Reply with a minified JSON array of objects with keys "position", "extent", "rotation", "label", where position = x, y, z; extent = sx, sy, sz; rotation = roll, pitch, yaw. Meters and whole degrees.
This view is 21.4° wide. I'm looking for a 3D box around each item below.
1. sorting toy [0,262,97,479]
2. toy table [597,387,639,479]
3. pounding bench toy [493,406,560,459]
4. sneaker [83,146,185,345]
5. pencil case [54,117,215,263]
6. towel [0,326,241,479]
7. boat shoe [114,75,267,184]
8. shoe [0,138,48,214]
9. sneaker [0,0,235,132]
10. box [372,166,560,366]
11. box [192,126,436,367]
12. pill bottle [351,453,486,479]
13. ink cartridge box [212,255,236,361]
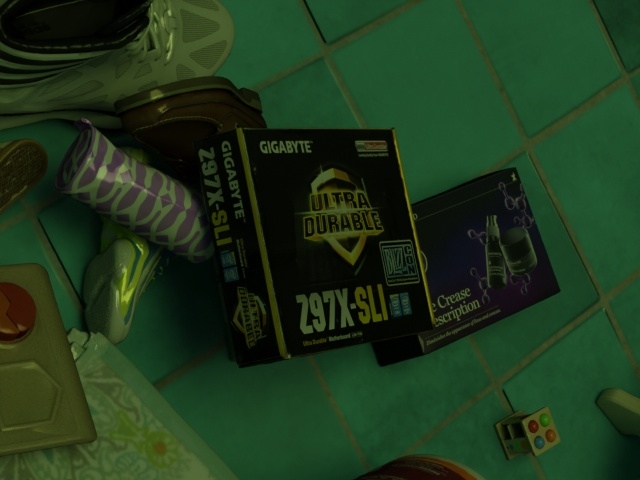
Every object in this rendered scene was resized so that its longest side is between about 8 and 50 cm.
[{"position":[-0.334,0.162,1.722],"extent":[0.229,0.041,0.307],"rotation":[-3,63,-38],"label":"sorting toy"},{"position":[0.516,0.295,2.364],"extent":[0.274,0.161,0.252],"rotation":[-37,102,-35],"label":"toy table"},{"position":[0.289,0.251,2.268],"extent":[0.083,0.065,0.052],"rotation":[-23,93,-37],"label":"pounding bench toy"},{"position":[-0.197,0.013,1.956],"extent":[0.126,0.091,0.240],"rotation":[16,70,-33],"label":"sneaker"},{"position":[-0.191,-0.051,1.871],"extent":[0.206,0.086,0.088],"rotation":[29,68,-29],"label":"pencil case"},{"position":[-0.240,0.318,1.838],"extent":[0.374,0.090,0.320],"rotation":[48,52,-11],"label":"towel"},{"position":[-0.131,-0.122,1.952],"extent":[0.307,0.111,0.104],"rotation":[-4,80,-67],"label":"boat shoe"},{"position":[-0.393,-0.039,1.854],"extent":[0.219,0.058,0.076],"rotation":[-39,123,-31],"label":"shoe"},{"position":[-0.210,-0.225,1.881],"extent":[0.447,0.257,0.169],"rotation":[-18,90,-45],"label":"sneaker"},{"position":[0.168,0.031,2.212],"extent":[0.261,0.103,0.184],"rotation":[-22,90,-37],"label":"box"},{"position":[0.000,0.000,1.949],"extent":[0.322,0.079,0.257],"rotation":[-5,84,-56],"label":"box"},{"position":[0.053,0.380,1.882],"extent":[0.392,0.224,0.224],"rotation":[-12,86,-63],"label":"pill bottle"},{"position":[-0.044,0.028,2.062],"extent":[0.154,0.093,0.212],"rotation":[-7,82,-36],"label":"ink cartridge box"}]
